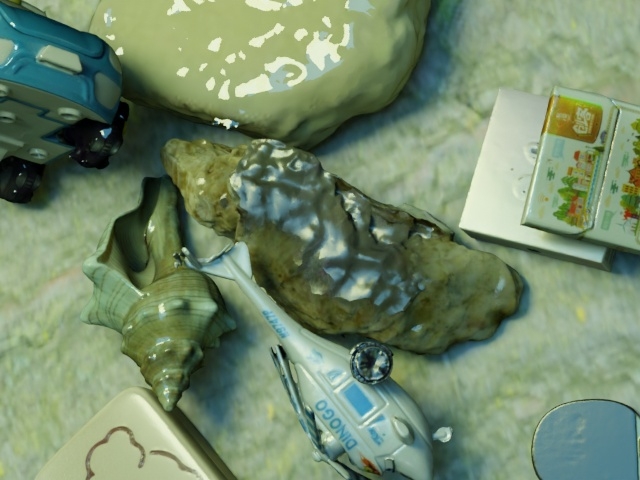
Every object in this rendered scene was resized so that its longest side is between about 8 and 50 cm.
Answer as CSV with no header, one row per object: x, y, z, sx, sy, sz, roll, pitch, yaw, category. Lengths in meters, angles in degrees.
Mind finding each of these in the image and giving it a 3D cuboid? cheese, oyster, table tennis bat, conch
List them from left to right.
-0.160,0.053,1.673,0.114,0.137,0.234,-55,54,30,conch
-0.059,-0.225,1.707,0.326,0.115,0.318,-35,69,10,cheese
0.001,-0.002,1.634,0.341,0.110,0.166,39,98,9,oyster
0.252,0.175,1.564,0.156,0.013,0.087,-3,76,18,table tennis bat

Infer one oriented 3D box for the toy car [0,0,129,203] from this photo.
-0.293,-0.149,1.674,0.314,0.198,0.166,-18,60,56,toy car

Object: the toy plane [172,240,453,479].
-0.003,0.102,1.583,0.107,0.182,0.273,-38,66,-4,toy plane

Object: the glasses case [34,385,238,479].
-0.100,0.289,1.620,0.144,0.076,0.336,-45,68,5,glasses case

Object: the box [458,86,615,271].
0.202,-0.052,1.612,0.129,0.051,0.130,14,82,20,box

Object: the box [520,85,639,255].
0.286,-0.045,1.552,0.220,0.032,0.122,14,83,-2,box
